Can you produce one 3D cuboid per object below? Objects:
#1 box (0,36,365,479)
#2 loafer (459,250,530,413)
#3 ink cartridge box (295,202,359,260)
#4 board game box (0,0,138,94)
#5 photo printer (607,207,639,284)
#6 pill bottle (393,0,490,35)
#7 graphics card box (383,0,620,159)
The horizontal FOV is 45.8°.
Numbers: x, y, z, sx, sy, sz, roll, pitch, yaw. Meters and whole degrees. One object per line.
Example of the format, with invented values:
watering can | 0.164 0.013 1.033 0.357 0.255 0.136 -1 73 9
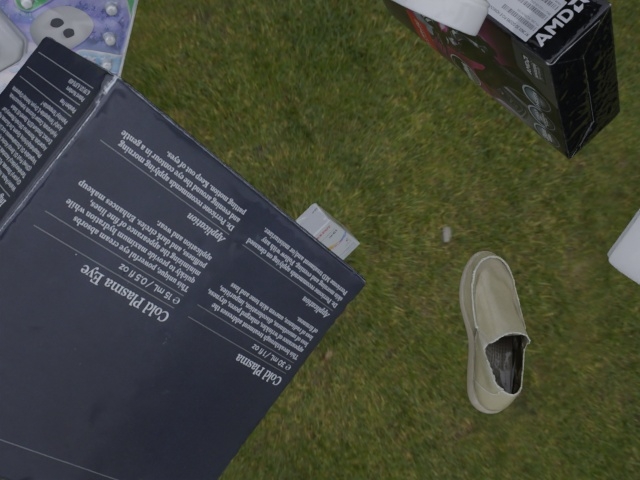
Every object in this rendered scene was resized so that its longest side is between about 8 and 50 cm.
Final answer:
box | -0.188 0.054 0.697 0.313 0.179 0.343 -53 132 -4
loafer | 0.293 0.145 1.238 0.101 0.092 0.269 4 75 -23
ink cartridge box | 0.000 0.000 1.324 0.088 0.122 0.052 -45 54 7
board game box | -0.430 -0.232 0.903 0.389 0.050 0.390 4 133 -27
photo printer | 0.530 0.016 0.882 0.307 0.256 0.107 38 51 18
pill bottle | 0.138 -0.288 0.637 0.117 0.117 0.209 23 110 -1
graphics card box | 0.189 -0.280 0.913 0.094 0.233 0.371 -44 61 2
